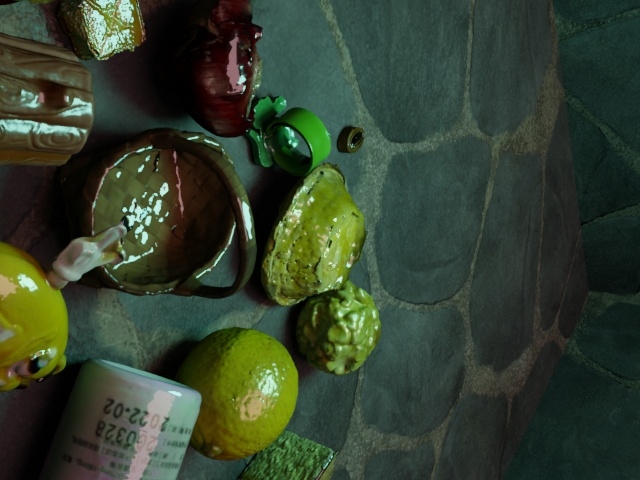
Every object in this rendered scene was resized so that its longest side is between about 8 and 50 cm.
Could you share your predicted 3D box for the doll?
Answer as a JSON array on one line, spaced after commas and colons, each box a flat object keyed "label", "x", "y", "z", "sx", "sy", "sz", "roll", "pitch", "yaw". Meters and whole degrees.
[{"label": "doll", "x": -0.471, "y": 0.057, "z": 1.036, "sx": 0.423, "sy": 0.161, "sz": 0.348, "roll": 23, "pitch": 121, "yaw": -41}]

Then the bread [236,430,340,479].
[{"label": "bread", "x": -0.059, "y": 0.640, "z": 1.763, "sx": 0.346, "sy": 0.242, "sz": 0.405, "roll": -55, "pitch": 134, "yaw": -26}]

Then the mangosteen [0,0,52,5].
[{"label": "mangosteen", "x": -0.426, "y": -0.398, "z": 1.035, "sx": 0.156, "sy": 0.181, "sz": 0.146, "roll": -17, "pitch": 108, "yaw": -54}]

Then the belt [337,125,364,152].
[{"label": "belt", "x": 0.077, "y": -0.251, "z": 1.886, "sx": 0.083, "sy": 0.036, "sz": 0.059, "roll": -47, "pitch": 132, "yaw": -40}]

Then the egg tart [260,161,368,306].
[{"label": "egg tart", "x": 0.000, "y": 0.000, "z": 1.699, "sx": 0.345, "sy": 0.132, "sz": 0.345, "roll": -44, "pitch": 145, "yaw": -42}]

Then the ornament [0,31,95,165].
[{"label": "ornament", "x": -0.442, "y": -0.196, "z": 1.041, "sx": 0.217, "sy": 0.221, "sz": 0.235, "roll": -5, "pitch": 89, "yaw": -58}]

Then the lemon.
[{"label": "lemon", "x": -0.169, "y": 0.298, "z": 1.501, "sx": 0.267, "sy": 0.267, "sz": 0.267, "roll": -17, "pitch": 112, "yaw": -51}]

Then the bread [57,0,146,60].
[{"label": "bread", "x": -0.356, "y": -0.367, "z": 1.234, "sx": 0.128, "sy": 0.069, "sz": 0.140, "roll": -43, "pitch": 134, "yaw": -39}]

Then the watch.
[{"label": "watch", "x": -0.065, "y": -0.219, "z": 1.601, "sx": 0.131, "sy": 0.152, "sz": 0.165, "roll": -40, "pitch": 130, "yaw": -38}]

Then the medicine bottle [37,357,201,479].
[{"label": "medicine bottle", "x": -0.361, "y": 0.410, "z": 1.282, "sx": 0.219, "sy": 0.219, "sz": 0.388, "roll": 34, "pitch": 70, "yaw": -52}]

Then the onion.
[{"label": "onion", "x": -0.202, "y": -0.323, "z": 1.369, "sx": 0.272, "sy": 0.195, "sz": 0.272, "roll": 178, "pitch": -90, "yaw": -82}]

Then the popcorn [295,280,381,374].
[{"label": "popcorn", "x": 0.049, "y": 0.206, "z": 1.832, "sx": 0.217, "sy": 0.181, "sz": 0.235, "roll": 6, "pitch": 98, "yaw": -56}]

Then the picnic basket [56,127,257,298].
[{"label": "picnic basket", "x": -0.230, "y": -0.041, "z": 1.277, "sx": 0.337, "sy": 0.337, "sz": 0.293, "roll": -28, "pitch": 120, "yaw": -48}]
